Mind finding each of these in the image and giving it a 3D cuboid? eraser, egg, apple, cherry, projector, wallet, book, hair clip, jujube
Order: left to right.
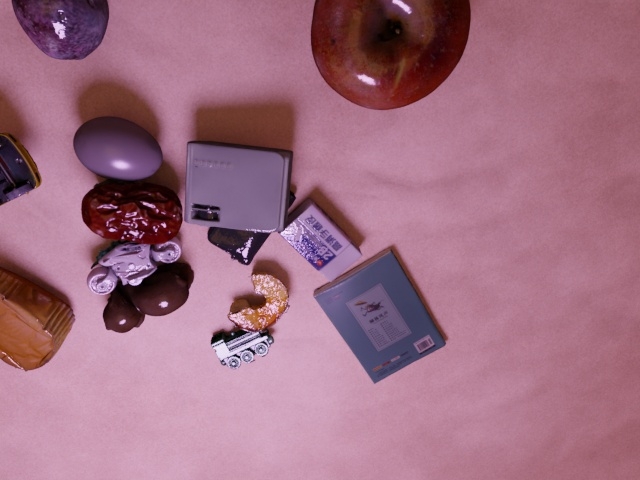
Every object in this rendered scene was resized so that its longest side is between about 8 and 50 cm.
[{"bbox_3d":[-0.536,-0.472,1.095,0.195,0.195,0.195,-2,112,-6],"label":"cherry"},{"bbox_3d":[-0.537,0.023,1.370,0.173,0.049,0.049,-40,111,9],"label":"hair clip"},{"bbox_3d":[-0.471,-0.211,1.229,0.198,0.146,0.147,19,109,-15],"label":"egg"},{"bbox_3d":[-0.449,-0.065,1.263,0.230,0.155,0.155,-2,117,-42],"label":"jujube"},{"bbox_3d":[-0.200,-0.132,1.285,0.250,0.108,0.198,6,104,3],"label":"projector"},{"bbox_3d":[-0.188,-0.058,1.383,0.149,0.044,0.250,34,105,-14],"label":"wallet"},{"bbox_3d":[0.000,0.000,1.416,0.124,0.068,0.210,-41,112,10],"label":"eraser"},{"bbox_3d":[0.181,0.233,1.551,0.264,0.031,0.379,-30,112,5],"label":"book"},{"bbox_3d":[0.147,-0.456,1.133,0.348,0.277,0.349,-1,111,-3],"label":"apple"}]

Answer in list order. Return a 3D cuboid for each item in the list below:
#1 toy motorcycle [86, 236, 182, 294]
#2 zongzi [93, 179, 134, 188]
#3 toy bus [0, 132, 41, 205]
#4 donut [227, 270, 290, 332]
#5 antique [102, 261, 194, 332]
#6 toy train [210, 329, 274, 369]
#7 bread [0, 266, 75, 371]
[{"bbox_3d":[-0.482,0.052,1.350,0.254,0.112,0.113,-27,113,-9],"label":"toy motorcycle"},{"bbox_3d":[-0.498,-0.111,1.325,0.104,0.052,0.113,-25,126,-3],"label":"zongzi"},{"bbox_3d":[-0.805,-0.131,1.222,0.331,0.151,0.145,-24,107,6],"label":"toy bus"},{"bbox_3d":[-0.165,0.170,1.464,0.146,0.078,0.181,27,100,-17],"label":"donut"},{"bbox_3d":[-0.461,0.160,1.388,0.256,0.143,0.121,-21,115,4],"label":"antique"},{"bbox_3d":[-0.222,0.298,1.512,0.170,0.071,0.111,-25,106,4],"label":"toy train"},{"bbox_3d":[-0.791,0.187,1.355,0.288,0.156,0.204,38,111,-22],"label":"bread"}]
